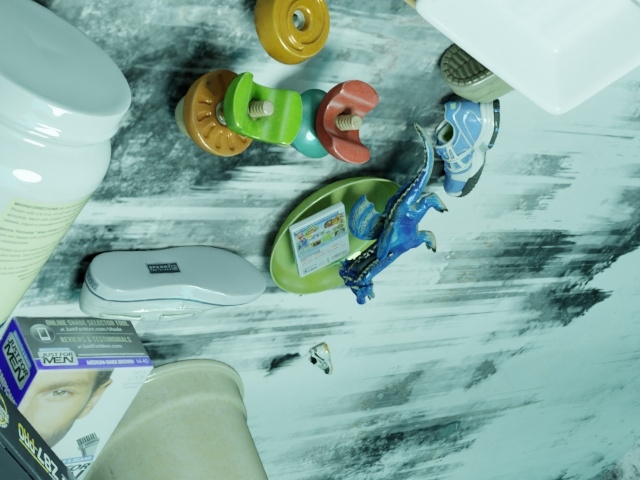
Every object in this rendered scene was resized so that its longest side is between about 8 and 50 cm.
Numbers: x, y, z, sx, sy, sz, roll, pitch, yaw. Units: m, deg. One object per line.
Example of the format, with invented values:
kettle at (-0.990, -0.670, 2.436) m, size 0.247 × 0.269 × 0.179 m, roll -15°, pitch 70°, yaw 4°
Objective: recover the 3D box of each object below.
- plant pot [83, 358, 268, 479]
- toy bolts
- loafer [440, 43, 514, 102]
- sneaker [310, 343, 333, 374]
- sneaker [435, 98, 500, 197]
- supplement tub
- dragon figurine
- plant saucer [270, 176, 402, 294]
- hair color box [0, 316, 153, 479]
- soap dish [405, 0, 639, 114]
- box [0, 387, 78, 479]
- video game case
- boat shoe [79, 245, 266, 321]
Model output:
plant pot at (-0.210, 0.414, 1.768) m, size 0.334 × 0.305 × 0.333 m, roll -23°, pitch 145°, yaw -17°
toy bolts at (-0.054, -0.188, 1.350) m, size 0.228 × 0.158 × 0.218 m, roll 22°, pitch 78°, yaw -41°
loafer at (0.295, -0.274, 1.538) m, size 0.269 × 0.102 × 0.092 m, roll -23°, pitch 157°, yaw 6°
sneaker at (0.000, 0.211, 1.953) m, size 0.037 × 0.032 × 0.083 m, roll -16°, pitch 140°, yaw -3°
sneaker at (0.209, -0.143, 1.660) m, size 0.081 × 0.080 × 0.211 m, roll 7°, pitch 144°, yaw -3°
supplement tub at (-0.356, -0.065, 1.100) m, size 0.235 × 0.235 × 0.325 m, roll 11°, pitch 126°, yaw -48°
dragon figurine at (0.100, -0.024, 1.606) m, size 0.144 × 0.085 × 0.289 m, roll -24°, pitch 146°, yaw -27°
plant saucer at (0.023, -0.014, 1.677) m, size 0.241 × 0.037 × 0.241 m, roll -23°, pitch 146°, yaw -17°
hair color box at (-0.402, 0.260, 1.589) m, size 0.185 × 0.110 × 0.338 m, roll 4°, pitch 129°, yaw -42°
soap dish at (0.273, -0.303, 1.339) m, size 0.291 × 0.118 × 0.229 m, roll 31°, pitch 133°, yaw -27°
box at (-0.554, 0.346, 1.454) m, size 0.395 × 0.097 × 0.318 m, roll -21°, pitch 135°, yaw 1°
video game case at (0.000, 0.000, 1.630) m, size 0.087 × 0.011 × 0.122 m, roll -26°, pitch 146°, yaw -12°
boat shoe at (-0.205, 0.072, 1.536) m, size 0.268 × 0.096 × 0.088 m, roll -3°, pitch 139°, yaw -38°
